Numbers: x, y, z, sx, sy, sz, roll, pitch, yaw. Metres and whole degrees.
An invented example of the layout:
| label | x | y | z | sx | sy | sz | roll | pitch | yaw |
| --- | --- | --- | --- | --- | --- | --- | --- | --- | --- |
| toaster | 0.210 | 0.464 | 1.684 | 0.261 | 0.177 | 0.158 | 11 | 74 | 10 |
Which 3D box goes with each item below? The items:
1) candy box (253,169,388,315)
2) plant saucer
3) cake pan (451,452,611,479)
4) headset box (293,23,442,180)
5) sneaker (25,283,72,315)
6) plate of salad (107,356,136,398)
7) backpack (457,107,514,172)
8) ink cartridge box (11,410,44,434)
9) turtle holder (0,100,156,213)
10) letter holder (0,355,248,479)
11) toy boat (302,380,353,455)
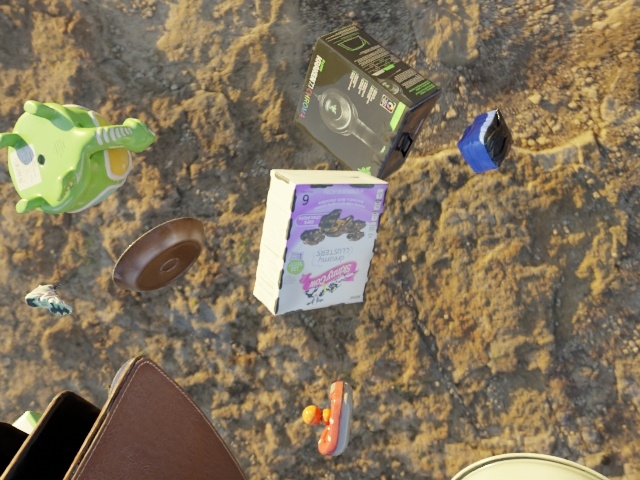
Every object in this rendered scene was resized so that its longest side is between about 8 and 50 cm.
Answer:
| label | x | y | z | sx | sy | sz | roll | pitch | yaw |
| --- | --- | --- | --- | --- | --- | --- | --- | --- | --- |
| candy box | 0.000 | 0.000 | 0.794 | 0.164 | 0.070 | 0.196 | -5 | 115 | -35 |
| plant saucer | -0.298 | 0.037 | 1.040 | 0.036 | 0.198 | 0.199 | 47 | 117 | 17 |
| cake pan | 0.290 | 0.421 | 0.705 | 0.293 | 0.054 | 0.293 | 6 | 107 | 22 |
| headset box | 0.103 | -0.294 | 1.227 | 0.283 | 0.131 | 0.246 | 43 | 143 | 15 |
| sneaker | -0.566 | 0.118 | 1.155 | 0.098 | 0.069 | 0.038 | 19 | 125 | -4 |
| plate of salad | -0.511 | 0.415 | 1.463 | 0.048 | 0.200 | 0.200 | 1 | 114 | 20 |
| backpack | 0.349 | -0.201 | 1.159 | 0.101 | 0.120 | 0.098 | -18 | 122 | 45 |
| ink cartridge box | -0.480 | 0.454 | 1.050 | 0.198 | 0.273 | 0.115 | 41 | 77 | 21 |
| turtle holder | -0.541 | -0.204 | 1.216 | 0.243 | 0.227 | 0.320 | 50 | 116 | 13 |
| letter holder | -0.217 | 0.286 | 0.584 | 0.151 | 0.214 | 0.302 | -5 | 130 | 22 |
| toy boat | 0.019 | 0.559 | 1.704 | 0.151 | 0.151 | 0.231 | 6 | 102 | 3 |
